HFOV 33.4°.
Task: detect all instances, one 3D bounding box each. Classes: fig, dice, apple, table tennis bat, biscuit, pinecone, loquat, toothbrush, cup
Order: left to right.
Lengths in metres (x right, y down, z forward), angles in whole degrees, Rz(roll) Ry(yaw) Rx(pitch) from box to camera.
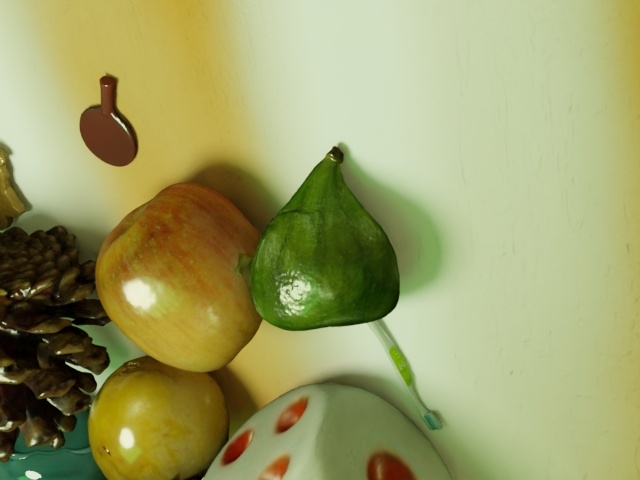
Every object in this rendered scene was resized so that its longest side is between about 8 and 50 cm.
[{"bbox_3d":[-0.559,-0.077,1.748,0.162,0.035,0.250,45,134,1],"label":"biscuit"},{"bbox_3d":[-0.493,0.174,1.660,0.384,0.384,0.384,16,130,20],"label":"pinecone"},{"bbox_3d":[-0.451,0.419,1.945,0.289,0.219,0.258,-2,134,-11],"label":"cup"},{"bbox_3d":[-0.308,-0.169,1.536,0.098,0.019,0.155,25,135,14],"label":"table tennis bat"},{"bbox_3d":[-0.260,0.298,1.720,0.235,0.235,0.235,16,130,20],"label":"loquat"},{"bbox_3d":[-0.181,0.052,1.495,0.241,0.242,0.242,46,134,-15],"label":"apple"},{"bbox_3d":[0.000,0.000,1.400,0.203,0.203,0.235,-9,87,36],"label":"fig"},{"bbox_3d":[0.010,0.416,1.591,0.304,0.277,0.304,41,129,-18],"label":"dice"},{"bbox_3d":[0.108,0.176,1.548,0.026,0.022,0.263,-8,120,52],"label":"toothbrush"}]
